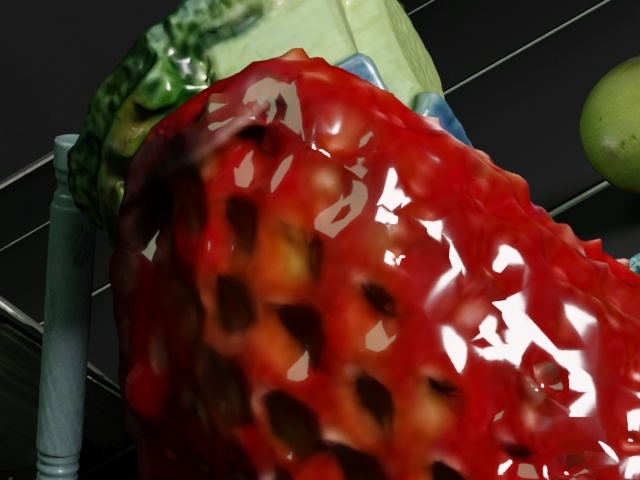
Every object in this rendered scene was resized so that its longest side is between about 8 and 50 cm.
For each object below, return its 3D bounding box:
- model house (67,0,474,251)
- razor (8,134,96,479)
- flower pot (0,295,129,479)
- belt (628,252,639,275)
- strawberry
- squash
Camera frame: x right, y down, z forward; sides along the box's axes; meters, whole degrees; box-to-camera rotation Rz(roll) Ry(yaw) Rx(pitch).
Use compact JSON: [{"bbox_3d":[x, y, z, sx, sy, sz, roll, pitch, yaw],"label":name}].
[{"bbox_3d":[0.000,0.000,0.960,0.195,0.214,0.189,-29,50,-2],"label":"model house"},{"bbox_3d":[-0.138,0.058,1.065,0.068,0.232,0.106,5,15,-1],"label":"razor"},{"bbox_3d":[-0.232,0.093,1.213,0.140,0.235,0.235,-58,16,-4],"label":"flower pot"},{"bbox_3d":[0.160,0.034,0.809,0.100,0.065,0.179,-39,11,13],"label":"belt"},{"bbox_3d":[0.029,0.060,0.591,0.205,0.244,0.205,-31,14,9],"label":"strawberry"},{"bbox_3d":[0.228,-0.068,1.012,0.083,0.083,0.250,-39,18,-30],"label":"squash"}]
